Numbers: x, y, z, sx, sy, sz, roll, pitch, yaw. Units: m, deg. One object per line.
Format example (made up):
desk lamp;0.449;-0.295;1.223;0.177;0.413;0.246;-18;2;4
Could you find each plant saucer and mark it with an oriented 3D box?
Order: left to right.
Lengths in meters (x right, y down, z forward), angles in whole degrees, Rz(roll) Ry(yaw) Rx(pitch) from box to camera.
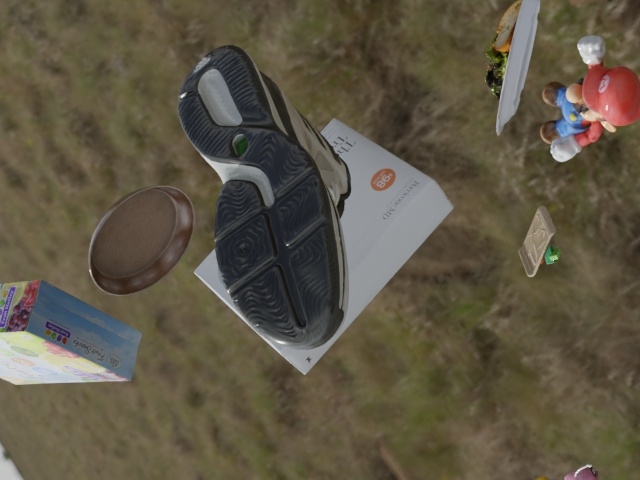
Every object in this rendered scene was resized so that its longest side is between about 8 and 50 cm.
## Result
plant saucer;-0.242;-0.005;1.464;0.029;0.168;0.168;37;154;33

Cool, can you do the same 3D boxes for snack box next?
snack box;-0.348;0.113;1.307;0.207;0.070;0.174;-5;152;35

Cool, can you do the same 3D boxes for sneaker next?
sneaker;-0.013;-0.039;1.411;0.257;0.169;0.447;29;-147;-48

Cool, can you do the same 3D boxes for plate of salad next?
plate of salad;0.232;-0.229;1.359;0.048;0.200;0.200;12;148;12

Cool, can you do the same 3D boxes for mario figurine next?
mario figurine;0.512;-0.283;2.206;0.198;0.170;0.320;58;168;-3

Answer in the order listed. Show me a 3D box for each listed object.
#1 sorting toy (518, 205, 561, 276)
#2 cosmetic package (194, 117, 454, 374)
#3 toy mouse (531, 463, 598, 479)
sorting toy;0.237;0.008;1.178;0.083;0.012;0.062;-97;24;-57
cosmetic package;0.000;0.000;1.879;0.284;0.377;0.097;37;173;42
toy mouse;0.314;0.325;1.405;0.161;0.143;0.031;-44;47;41
